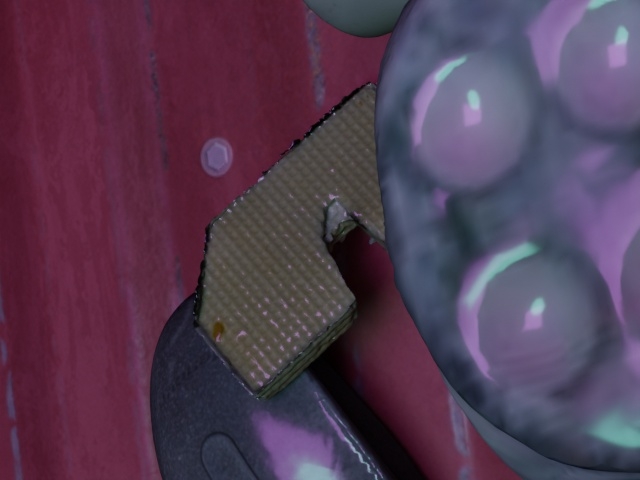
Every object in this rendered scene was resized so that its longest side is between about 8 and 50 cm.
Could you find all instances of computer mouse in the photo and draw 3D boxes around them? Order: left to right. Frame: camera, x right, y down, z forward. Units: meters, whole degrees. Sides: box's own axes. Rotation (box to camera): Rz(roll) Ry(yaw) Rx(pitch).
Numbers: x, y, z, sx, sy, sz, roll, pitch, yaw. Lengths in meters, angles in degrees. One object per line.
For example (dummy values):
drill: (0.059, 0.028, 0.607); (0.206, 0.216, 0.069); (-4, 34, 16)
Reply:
computer mouse: (-0.032, 0.204, 1.212); (0.203, 0.114, 0.374); (-46, 70, 23)

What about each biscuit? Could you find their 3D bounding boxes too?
biscuit: (0.000, 0.000, 1.171); (0.250, 0.046, 0.147); (-43, 66, -3)

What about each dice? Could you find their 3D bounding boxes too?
dice: (0.247, -0.039, 0.898); (0.328, 0.348, 0.330); (-20, 82, 29)

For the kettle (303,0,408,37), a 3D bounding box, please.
kettle: (0.143, -0.296, 1.040); (0.318, 0.265, 0.205); (-14, 107, 41)
